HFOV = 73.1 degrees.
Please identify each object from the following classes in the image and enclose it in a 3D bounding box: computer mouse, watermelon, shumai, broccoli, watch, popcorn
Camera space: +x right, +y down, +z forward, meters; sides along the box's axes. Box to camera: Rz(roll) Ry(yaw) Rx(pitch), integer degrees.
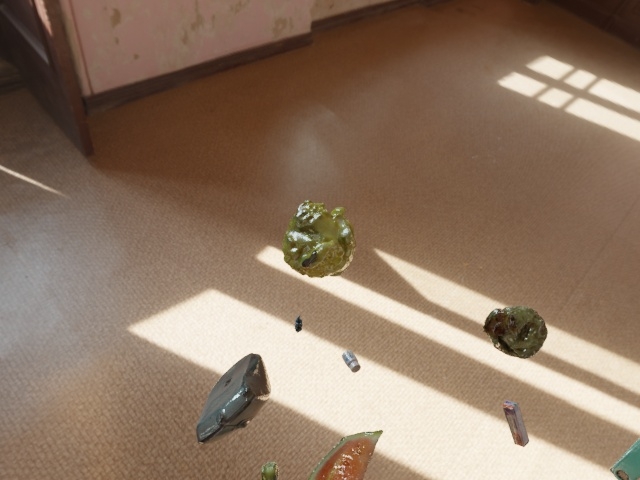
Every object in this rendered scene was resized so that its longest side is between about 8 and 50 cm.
[{"bbox_3d":[-0.213,0.418,1.139,0.188,0.371,0.122,-43,93,0],"label":"computer mouse"},{"bbox_3d":[0.032,0.426,0.750,0.063,0.119,0.245,49,41,1],"label":"watermelon"},{"bbox_3d":[0.761,0.327,1.745,0.222,0.225,0.260,49,18,-11],"label":"shumai"},{"bbox_3d":[-0.160,0.870,1.411,0.146,0.303,0.165,0,9,12],"label":"broccoli"},{"bbox_3d":[0.864,0.549,1.138,0.195,0.236,0.068,-14,44,-30],"label":"watch"},{"bbox_3d":[0.006,0.003,1.471,0.237,0.293,0.292,27,43,-36],"label":"popcorn"}]

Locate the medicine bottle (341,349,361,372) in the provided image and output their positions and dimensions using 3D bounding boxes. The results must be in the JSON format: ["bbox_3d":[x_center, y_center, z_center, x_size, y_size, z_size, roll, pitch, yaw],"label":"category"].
[{"bbox_3d":[0.128,0.500,1.786,0.052,0.052,0.089,-10,34,-21],"label":"medicine bottle"}]

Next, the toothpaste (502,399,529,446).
[{"bbox_3d":[0.745,0.698,1.643,0.040,0.047,0.196,-36,112,-35],"label":"toothpaste"}]

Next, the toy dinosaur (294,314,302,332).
[{"bbox_3d":[-0.093,0.350,1.810,0.031,0.083,0.047,1,36,-12],"label":"toy dinosaur"}]
